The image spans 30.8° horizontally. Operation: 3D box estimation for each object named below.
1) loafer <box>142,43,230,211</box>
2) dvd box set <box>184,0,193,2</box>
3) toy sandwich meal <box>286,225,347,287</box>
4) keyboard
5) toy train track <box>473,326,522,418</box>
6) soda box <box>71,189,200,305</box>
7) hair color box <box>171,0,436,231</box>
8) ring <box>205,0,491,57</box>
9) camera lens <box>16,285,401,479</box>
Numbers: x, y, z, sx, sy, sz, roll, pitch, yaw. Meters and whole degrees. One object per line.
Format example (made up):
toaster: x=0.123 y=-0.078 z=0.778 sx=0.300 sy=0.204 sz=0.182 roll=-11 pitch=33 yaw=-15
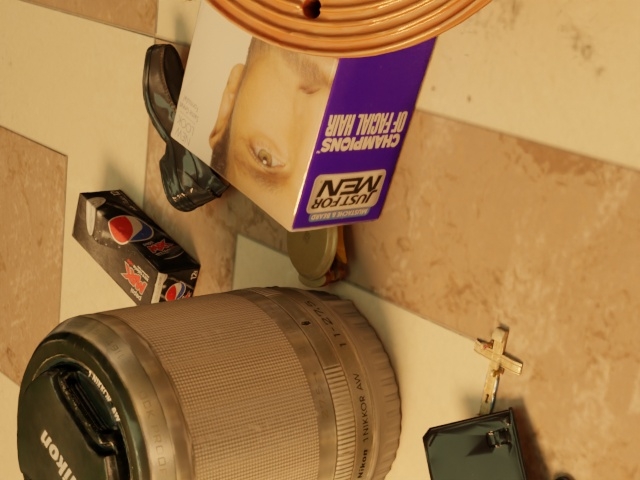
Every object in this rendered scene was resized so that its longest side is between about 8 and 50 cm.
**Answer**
loafer: x=-0.129 y=-0.116 z=1.141 sx=0.061 sy=0.062 sz=0.170 roll=-16 pitch=87 yaw=27
dvd box set: x=-0.105 y=-0.445 z=0.898 sx=0.307 sy=0.062 sz=0.420 roll=-40 pitch=63 yaw=37
toy sandwich meal: x=0.000 y=0.000 z=1.027 sx=0.085 sy=0.029 sz=0.085 roll=-7 pitch=81 yaw=56
keyboard: x=0.144 y=0.219 z=0.874 sx=0.108 sy=0.023 sz=0.180 roll=-19 pitch=72 yaw=25
toy train track: x=0.131 y=0.108 z=0.904 sx=0.048 sy=0.014 sz=0.083 roll=27 pitch=116 yaw=44
soda box: x=-0.199 y=0.010 z=1.236 sx=0.169 sy=0.053 sz=0.060 roll=39 pitch=124 yaw=38
hair color box: x=0.000 y=-0.199 z=0.936 sx=0.185 sy=0.110 sz=0.339 roll=38 pitch=125 yaw=38
ring: x=0.021 y=-0.282 z=0.716 sx=0.337 sy=0.032 sz=0.336 roll=4 pitch=97 yaw=33
camera lens: x=-0.097 y=0.156 z=0.973 sx=0.219 sy=0.274 sz=0.219 roll=10 pitch=103 yaw=47
